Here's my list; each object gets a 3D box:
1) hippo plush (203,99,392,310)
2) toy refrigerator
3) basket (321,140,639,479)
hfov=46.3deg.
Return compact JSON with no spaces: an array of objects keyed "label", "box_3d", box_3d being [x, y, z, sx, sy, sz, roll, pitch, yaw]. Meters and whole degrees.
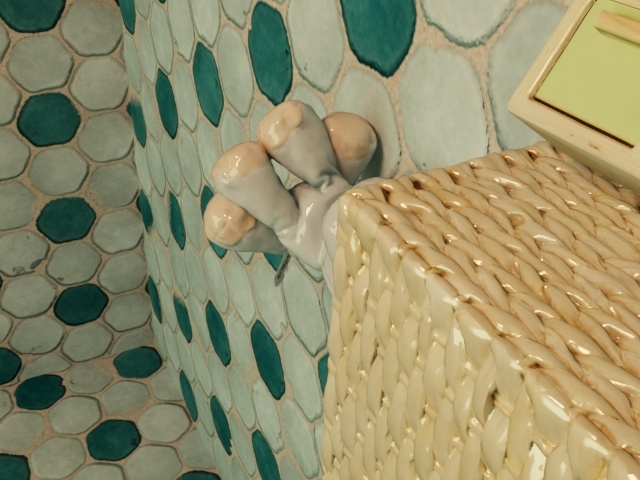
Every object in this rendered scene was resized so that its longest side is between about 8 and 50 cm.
[{"label":"hippo plush","box_3d":[0.000,0.000,0.911,0.236,0.234,0.294,50,145,46]},{"label":"toy refrigerator","box_3d":[0.243,-0.056,0.424,0.102,0.094,0.269,-58,44,11]},{"label":"basket","box_3d":[0.185,0.133,0.547,0.328,0.266,0.332,49,143,47]}]
